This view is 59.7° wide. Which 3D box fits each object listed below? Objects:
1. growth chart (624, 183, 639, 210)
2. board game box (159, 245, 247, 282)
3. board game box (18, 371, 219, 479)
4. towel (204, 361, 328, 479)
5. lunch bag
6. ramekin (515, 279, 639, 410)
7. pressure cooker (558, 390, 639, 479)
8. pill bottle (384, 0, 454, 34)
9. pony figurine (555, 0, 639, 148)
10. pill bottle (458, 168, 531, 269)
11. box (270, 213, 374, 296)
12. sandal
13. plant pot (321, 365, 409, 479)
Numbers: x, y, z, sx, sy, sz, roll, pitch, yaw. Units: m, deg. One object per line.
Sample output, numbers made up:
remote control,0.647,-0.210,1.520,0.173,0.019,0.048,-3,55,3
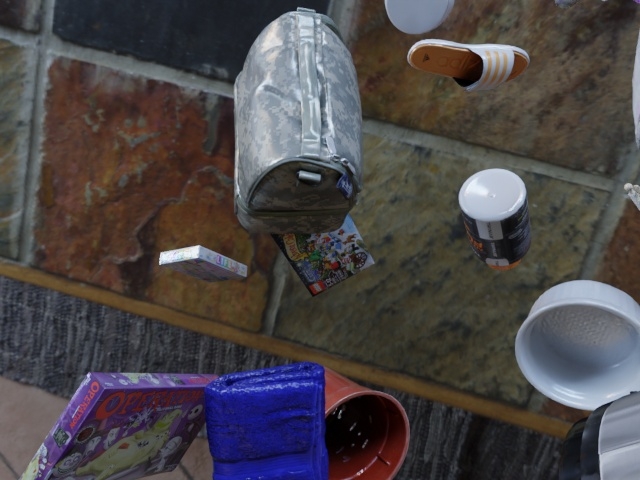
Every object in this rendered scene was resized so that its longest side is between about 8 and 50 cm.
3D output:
growth chart,0.713,-0.037,1.098,0.021,0.237,0.172,-41,111,2
board game box,-0.240,0.052,1.155,0.104,0.154,0.026,-9,68,28
board game box,-0.315,0.325,0.963,0.056,0.347,0.208,29,90,26
towel,-0.092,0.385,1.039,0.228,0.076,0.308,-7,110,-15
lunch bag,-0.035,-0.178,0.905,0.213,0.256,0.304,1,68,-8
ramekin,0.583,0.222,1.227,0.277,0.135,0.277,12,119,23
pressure cooker,0.458,0.308,0.566,0.370,0.375,0.420,19,139,-35
pill bottle,0.238,-0.583,1.317,0.161,0.283,0.160,7,121,11
pony figurine,0.430,-0.336,0.666,0.364,0.350,0.303,-12,133,37
pill bottle,0.375,-0.030,1.178,0.131,0.130,0.245,-16,144,14
box,0.000,0.000,1.172,0.159,0.044,0.233,-30,129,2
sandal,0.316,-0.361,1.190,0.266,0.076,0.102,3,146,-8
plant pot,0.032,0.449,1.371,0.273,0.265,0.272,-5,101,-25
